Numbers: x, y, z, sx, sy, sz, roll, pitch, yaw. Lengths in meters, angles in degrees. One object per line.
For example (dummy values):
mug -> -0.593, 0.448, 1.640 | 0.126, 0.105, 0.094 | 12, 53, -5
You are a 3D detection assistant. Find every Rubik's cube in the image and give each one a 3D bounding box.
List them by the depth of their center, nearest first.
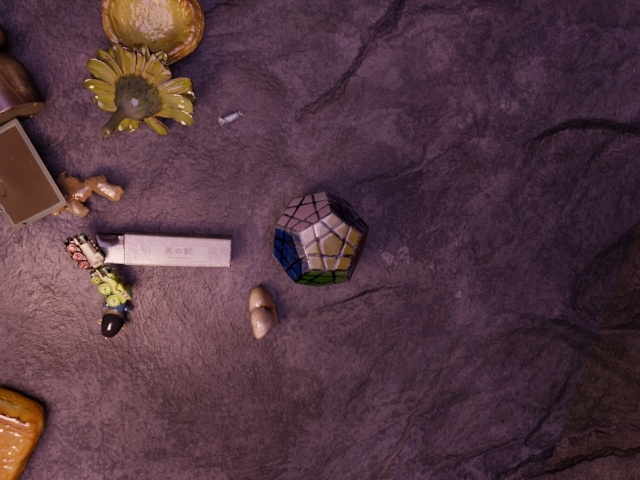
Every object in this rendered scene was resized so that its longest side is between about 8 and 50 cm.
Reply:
Rubik's cube -> 0.000, 0.000, 1.554 | 0.264, 0.319, 0.319 | -22, 103, -38

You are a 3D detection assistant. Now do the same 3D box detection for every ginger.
ginger -> -0.731, -0.138, 1.461 | 0.258, 0.065, 0.149 | 9, 101, -11

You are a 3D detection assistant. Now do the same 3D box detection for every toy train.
toy train -> -0.654, 0.086, 1.425 | 0.085, 0.053, 0.250 | -30, 114, -7

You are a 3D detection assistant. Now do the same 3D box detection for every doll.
doll -> -0.646, 0.223, 1.521 | 0.102, 0.089, 0.179 | 17, 69, -15

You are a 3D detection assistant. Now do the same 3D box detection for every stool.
stool -> -0.906, -0.461, 1.320 | 0.179, 0.179, 0.264 | -26, 102, -9

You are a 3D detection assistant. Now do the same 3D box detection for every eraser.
eraser -> -0.486, 0.025, 1.526 | 0.404, 0.096, 0.098 | 2, 97, -15

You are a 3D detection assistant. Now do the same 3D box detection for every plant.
plant -> -0.530, -0.424, 1.358 | 0.306, 0.297, 0.261 | -1, 102, 18

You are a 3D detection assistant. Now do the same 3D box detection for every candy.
candy -> -0.291, -0.399, 1.561 | 0.083, 0.020, 0.030 | -29, 104, -10

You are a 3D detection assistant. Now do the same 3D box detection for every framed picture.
framed picture -> -0.884, -0.185, 1.405 | 0.216, 0.016, 0.273 | -22, 103, 13

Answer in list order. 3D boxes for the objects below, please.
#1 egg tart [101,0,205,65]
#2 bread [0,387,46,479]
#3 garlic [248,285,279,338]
egg tart -> -0.492, -0.652, 1.431 | 0.294, 0.123, 0.294 | -3, 101, -15
bread -> -1.031, 0.593, 1.437 | 0.337, 0.148, 0.328 | 25, 94, -17
garlic -> -0.199, 0.240, 1.616 | 0.099, 0.124, 0.174 | -14, 73, 3
